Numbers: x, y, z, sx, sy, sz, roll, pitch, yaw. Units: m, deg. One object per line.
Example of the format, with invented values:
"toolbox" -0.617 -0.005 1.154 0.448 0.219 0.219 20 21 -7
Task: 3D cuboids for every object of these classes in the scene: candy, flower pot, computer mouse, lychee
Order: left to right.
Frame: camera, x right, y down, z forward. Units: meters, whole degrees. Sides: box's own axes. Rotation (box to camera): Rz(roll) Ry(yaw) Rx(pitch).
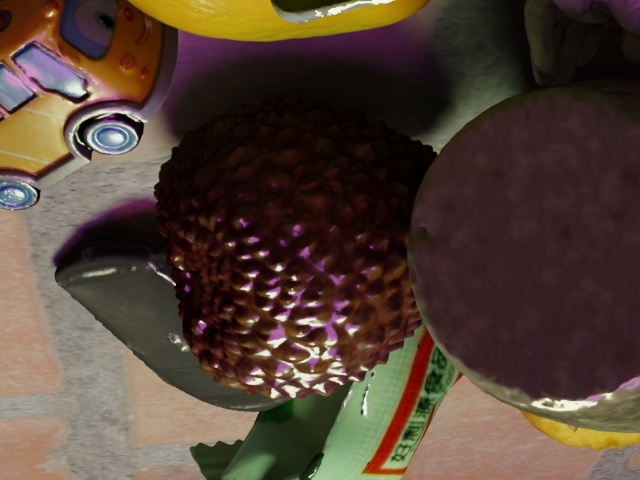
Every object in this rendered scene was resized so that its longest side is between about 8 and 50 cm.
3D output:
"computer mouse" -0.122 0.071 1.380 0.168 0.087 0.295 -8 139 41
"lychee" 0.000 0.000 1.142 0.271 0.271 0.271 -6 151 -3
"candy" 0.068 0.151 1.542 0.263 0.172 0.398 7 129 -44
"flower pot" 0.227 0.016 1.056 0.293 0.294 0.330 -23 169 26

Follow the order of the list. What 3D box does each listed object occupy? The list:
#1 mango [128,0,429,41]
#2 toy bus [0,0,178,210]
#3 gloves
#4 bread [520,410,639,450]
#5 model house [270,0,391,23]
"mango" -0.037 -0.200 0.896 0.176 0.119 0.317 -33 151 33
"toy bus" -0.212 -0.119 0.983 0.209 0.126 0.136 -26 138 29
"gloves" 0.206 -0.175 1.006 0.119 0.097 0.229 22 159 1
"bread" 0.273 0.108 1.406 0.340 0.194 0.179 14 121 -38
"model house" 0.083 -0.290 0.584 0.357 0.242 0.313 -4 150 28
